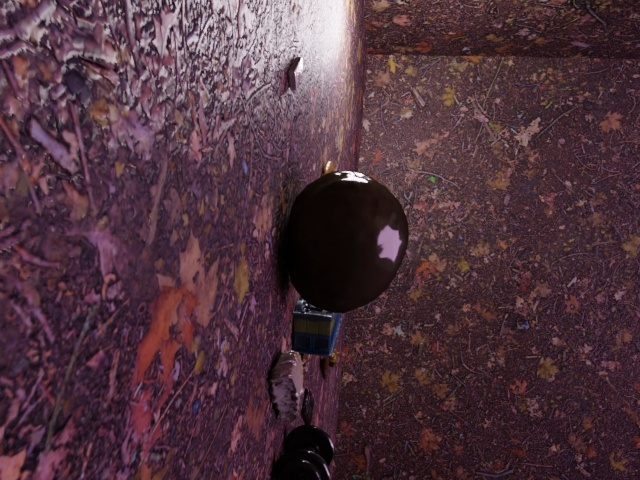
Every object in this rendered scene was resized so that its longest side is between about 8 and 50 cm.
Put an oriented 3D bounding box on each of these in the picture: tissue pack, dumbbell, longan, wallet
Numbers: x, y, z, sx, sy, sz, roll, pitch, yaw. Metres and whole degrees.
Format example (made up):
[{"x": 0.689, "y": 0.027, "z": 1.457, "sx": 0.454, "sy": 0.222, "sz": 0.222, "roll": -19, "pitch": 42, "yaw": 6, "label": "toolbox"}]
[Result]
[{"x": -0.070, "y": -0.480, "z": 1.240, "sx": 0.108, "sy": 0.023, "sz": 0.056, "roll": -76, "pitch": 167, "yaw": -45, "label": "tissue pack"}, {"x": -0.050, "y": 0.768, "z": 1.497, "sx": 0.290, "sy": 0.192, "sz": 0.192, "roll": -45, "pitch": 138, "yaw": -77, "label": "dumbbell"}, {"x": 0.088, "y": 0.000, "z": 1.370, "sx": 0.404, "sy": 0.404, "sz": 0.435, "roll": -69, "pitch": 158, "yaw": -62, "label": "longan"}, {"x": -0.054, "y": 0.780, "z": 2.012, "sx": 0.232, "sy": 0.031, "sz": 0.121, "roll": 82, "pitch": 17, "yaw": -54, "label": "wallet"}]

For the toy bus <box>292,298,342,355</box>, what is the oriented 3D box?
[{"x": -0.005, "y": 0.292, "z": 1.674, "sx": 0.312, "sy": 0.152, "sz": 0.190, "roll": -58, "pitch": 150, "yaw": -71, "label": "toy bus"}]

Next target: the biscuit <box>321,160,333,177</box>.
[{"x": 0.026, "y": -0.224, "z": 1.947, "sx": 0.154, "sy": 0.045, "sz": 0.299, "roll": 52, "pitch": 43, "yaw": -75, "label": "biscuit"}]

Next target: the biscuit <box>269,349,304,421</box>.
[{"x": -0.095, "y": 0.447, "z": 1.382, "sx": 0.281, "sy": 0.084, "sz": 0.179, "roll": 85, "pitch": 14, "yaw": -46, "label": "biscuit"}]

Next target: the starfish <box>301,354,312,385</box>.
[{"x": -0.056, "y": 0.493, "z": 1.814, "sx": 0.240, "sy": 0.043, "sz": 0.227, "roll": -33, "pitch": 126, "yaw": -76, "label": "starfish"}]

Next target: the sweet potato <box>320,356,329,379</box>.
[{"x": 0.023, "y": 0.720, "z": 2.438, "sx": 0.050, "sy": 0.050, "sz": 0.214, "roll": -76, "pitch": 171, "yaw": -48, "label": "sweet potato"}]

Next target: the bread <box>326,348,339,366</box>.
[{"x": 0.071, "y": 0.718, "z": 2.650, "sx": 0.233, "sy": 0.076, "sz": 0.104, "roll": 79, "pitch": 28, "yaw": -83, "label": "bread"}]
